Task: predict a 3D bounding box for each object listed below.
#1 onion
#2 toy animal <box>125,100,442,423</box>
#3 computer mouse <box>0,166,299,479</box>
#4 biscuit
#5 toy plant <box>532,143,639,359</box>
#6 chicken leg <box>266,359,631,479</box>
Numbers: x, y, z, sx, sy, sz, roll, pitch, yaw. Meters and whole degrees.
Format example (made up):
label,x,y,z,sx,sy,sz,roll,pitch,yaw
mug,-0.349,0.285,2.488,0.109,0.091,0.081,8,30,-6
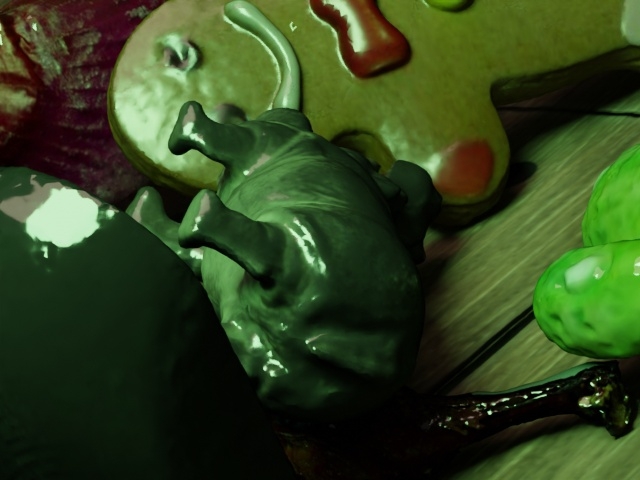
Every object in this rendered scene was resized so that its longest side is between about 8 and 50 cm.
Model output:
label,x,y,z,sx,sy,sz,roll,pitch,yaw
onion,-0.173,-0.073,1.355,0.267,0.159,0.348,-48,-12,23
toy animal,-0.014,-0.009,1.071,0.106,0.168,0.343,-61,2,17
computer mouse,-0.105,0.091,0.893,0.170,0.269,0.100,14,52,42
biscuit,0.063,-0.151,1.290,0.432,0.283,0.064,-22,-17,-15
toy plant,0.258,-0.038,0.969,0.316,0.184,0.224,-16,23,41
chicken leg,0.042,0.093,1.036,0.253,0.051,0.106,-1,27,38
